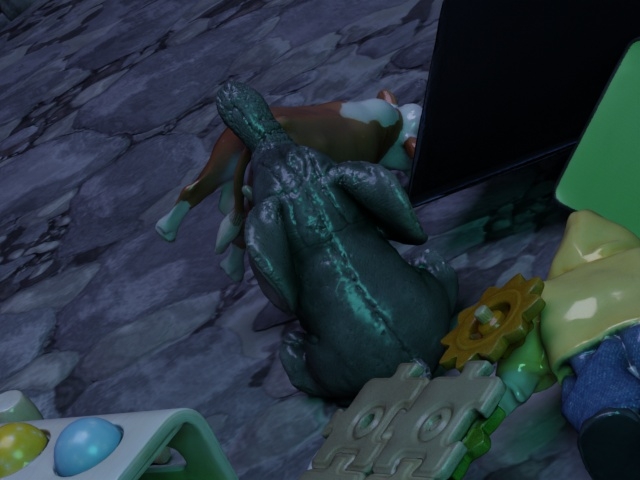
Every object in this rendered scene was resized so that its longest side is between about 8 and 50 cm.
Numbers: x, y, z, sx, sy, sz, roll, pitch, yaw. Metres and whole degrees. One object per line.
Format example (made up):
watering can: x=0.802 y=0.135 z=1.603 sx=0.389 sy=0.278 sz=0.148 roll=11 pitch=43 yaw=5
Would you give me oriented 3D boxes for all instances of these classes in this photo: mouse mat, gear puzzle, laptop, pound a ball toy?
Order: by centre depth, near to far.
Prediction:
gear puzzle: x=0.045 y=0.154 z=1.004 sx=0.339 sy=0.044 sz=0.175 roll=-53 pitch=20 yaw=-23
mouse mat: x=0.273 y=-0.065 z=1.192 sx=0.189 sy=0.007 sz=0.153 roll=31 pitch=95 yaw=47
pound a ball toy: x=-0.208 y=0.176 z=1.228 sx=0.319 sy=0.136 sz=0.208 roll=-8 pitch=30 yaw=39
laptop: x=0.316 y=-0.190 z=1.439 sx=0.382 sy=0.236 sz=0.408 roll=-20 pitch=-12 yaw=37

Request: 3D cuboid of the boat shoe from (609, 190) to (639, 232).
boat shoe: x=0.340 y=-0.080 z=1.205 sx=0.267 sy=0.088 sz=0.096 roll=-21 pitch=24 yaw=17

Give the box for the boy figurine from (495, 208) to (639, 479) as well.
boy figurine: x=0.195 y=0.067 z=1.056 sx=0.177 sy=0.092 sz=0.285 roll=-25 pitch=22 yaw=8

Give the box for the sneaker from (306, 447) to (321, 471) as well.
sneaker: x=0.042 y=0.152 z=1.097 sx=0.070 sy=0.051 sz=0.134 roll=-15 pitch=21 yaw=41

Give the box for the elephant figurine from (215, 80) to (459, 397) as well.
elephant figurine: x=0.000 y=0.000 z=1.225 sx=0.186 sy=0.239 sz=0.169 roll=-8 pitch=29 yaw=39

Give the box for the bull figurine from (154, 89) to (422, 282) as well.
bull figurine: x=-0.015 y=-0.061 z=1.459 sx=0.188 sy=0.101 sz=0.310 roll=-52 pitch=-23 yaw=21
